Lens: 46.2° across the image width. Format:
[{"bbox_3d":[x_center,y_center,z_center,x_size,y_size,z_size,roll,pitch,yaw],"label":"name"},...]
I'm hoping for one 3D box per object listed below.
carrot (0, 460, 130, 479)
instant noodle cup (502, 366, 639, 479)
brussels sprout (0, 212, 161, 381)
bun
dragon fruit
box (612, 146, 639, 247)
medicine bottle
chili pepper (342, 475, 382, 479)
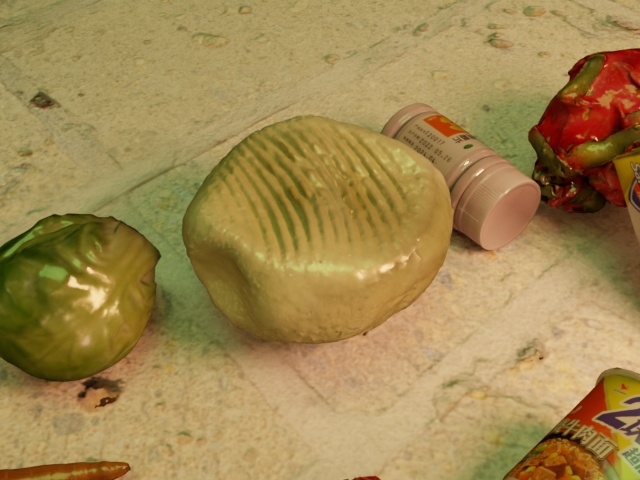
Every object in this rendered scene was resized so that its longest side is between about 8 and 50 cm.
[{"bbox_3d":[-0.395,0.297,0.889,0.336,0.069,0.069,-10,46,-9],"label":"carrot"},{"bbox_3d":[0.301,0.265,0.767,0.174,0.213,0.213,-32,51,-14],"label":"instant noodle cup"},{"bbox_3d":[-0.337,0.071,1.010,0.244,0.244,0.244,-3,46,3],"label":"brussels sprout"},{"bbox_3d":[0.000,0.000,1.024,0.353,0.227,0.349,-19,47,-9],"label":"bun"},{"bbox_3d":[0.450,-0.159,1.137,0.303,0.231,0.237,-31,56,-17],"label":"dragon fruit"},{"bbox_3d":[0.511,-0.016,0.975,0.168,0.265,0.097,-18,4,-12],"label":"box"},{"bbox_3d":[0.208,-0.103,1.172,0.133,0.133,0.249,-27,49,-20],"label":"medicine bottle"},{"bbox_3d":[0.065,0.322,0.816,0.070,0.073,0.123,10,40,-33],"label":"chili pepper"}]
